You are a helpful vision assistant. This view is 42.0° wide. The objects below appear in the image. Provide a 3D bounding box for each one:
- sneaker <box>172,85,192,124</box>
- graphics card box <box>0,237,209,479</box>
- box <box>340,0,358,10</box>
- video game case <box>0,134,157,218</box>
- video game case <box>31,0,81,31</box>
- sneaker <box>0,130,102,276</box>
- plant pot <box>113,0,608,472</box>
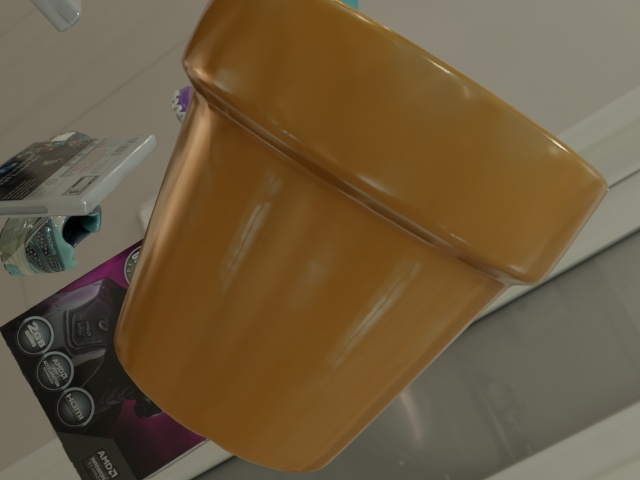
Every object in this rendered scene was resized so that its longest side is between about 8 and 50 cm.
[{"bbox_3d":[-0.137,-0.160,1.246,0.236,0.104,0.095,52,1,33],"label":"sneaker"},{"bbox_3d":[-0.140,0.099,0.943,0.233,0.370,0.094,58,-2,9],"label":"graphics card box"},{"bbox_3d":[-0.021,-0.297,0.777,0.060,0.100,0.244,-34,131,-44],"label":"box"},{"bbox_3d":[-0.302,-0.074,0.954,0.190,0.173,0.022,-65,150,-58],"label":"video game case"},{"bbox_3d":[-0.251,-0.265,0.614,0.193,0.023,0.212,50,9,-35],"label":"video game case"},{"bbox_3d":[-0.398,-0.057,1.331,0.110,0.122,0.283,83,14,-53],"label":"sneaker"},{"bbox_3d":[0.000,0.000,0.411,0.205,0.188,0.205,30,8,-5],"label":"plant pot"}]
